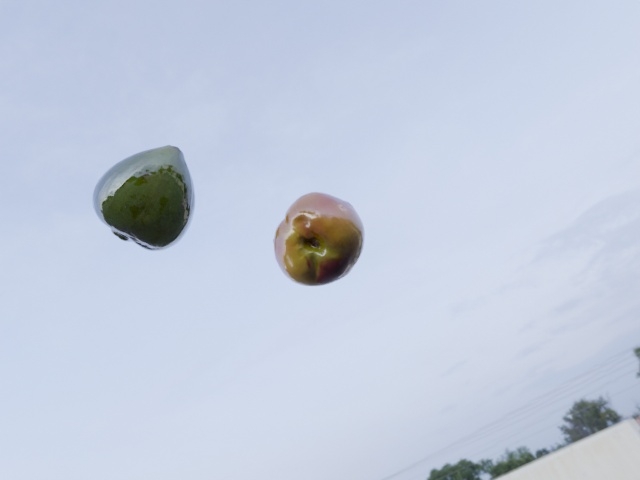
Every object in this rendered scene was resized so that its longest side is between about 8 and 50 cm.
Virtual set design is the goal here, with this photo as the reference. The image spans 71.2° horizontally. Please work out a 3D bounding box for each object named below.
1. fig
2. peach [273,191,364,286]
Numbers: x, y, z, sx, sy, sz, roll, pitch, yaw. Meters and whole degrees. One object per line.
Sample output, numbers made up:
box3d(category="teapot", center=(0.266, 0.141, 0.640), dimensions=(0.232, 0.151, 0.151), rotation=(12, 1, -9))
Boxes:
box3d(category="fig", center=(-0.354, -0.096, 0.941), dimensions=(0.225, 0.203, 0.203), rotation=(-60, -37, -4))
box3d(category="peach", center=(0.000, 0.000, 0.655), dimensions=(0.138, 0.138, 0.138), rotation=(-16, -34, -11))
